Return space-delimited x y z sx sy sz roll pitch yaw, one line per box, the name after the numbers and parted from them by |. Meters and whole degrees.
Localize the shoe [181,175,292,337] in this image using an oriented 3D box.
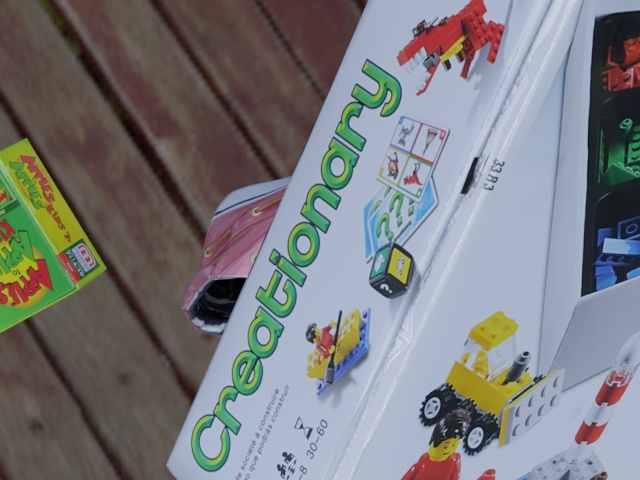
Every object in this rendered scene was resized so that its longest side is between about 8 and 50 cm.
0.000 0.000 1.043 0.063 0.178 0.081 44 47 -27 | shoe

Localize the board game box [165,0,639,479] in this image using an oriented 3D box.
0.118 -0.010 0.516 0.305 0.193 0.053 7 24 -47 | board game box

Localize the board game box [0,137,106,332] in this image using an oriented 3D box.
-0.228 0.023 1.165 0.181 0.043 0.092 -29 96 23 | board game box
